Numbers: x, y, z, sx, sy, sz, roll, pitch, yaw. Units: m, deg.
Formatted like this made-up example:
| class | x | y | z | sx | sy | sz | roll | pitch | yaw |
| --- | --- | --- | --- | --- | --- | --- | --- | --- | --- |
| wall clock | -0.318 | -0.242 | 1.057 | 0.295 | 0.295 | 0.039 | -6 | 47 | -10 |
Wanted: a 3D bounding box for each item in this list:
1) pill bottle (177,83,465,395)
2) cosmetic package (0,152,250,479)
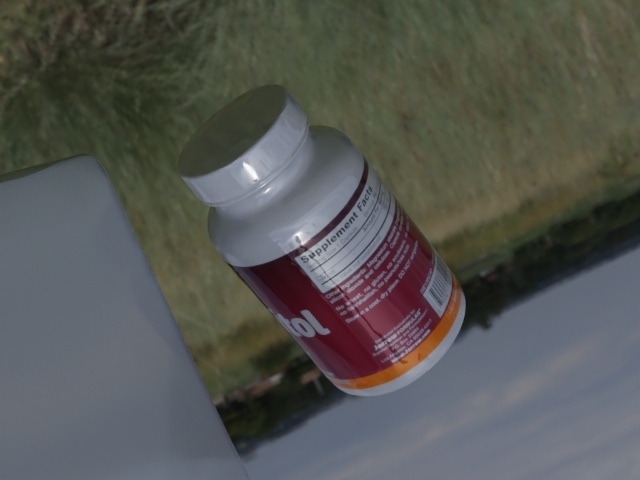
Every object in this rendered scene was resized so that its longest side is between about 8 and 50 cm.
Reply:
| class | x | y | z | sx | sy | sz | roll | pitch | yaw |
| --- | --- | --- | --- | --- | --- | --- | --- | --- | --- |
| pill bottle | 0.000 | 0.000 | 0.616 | 0.086 | 0.152 | 0.086 | -29 | -150 | 18 |
| cosmetic package | -0.257 | 0.207 | 0.565 | 0.393 | 0.327 | 0.329 | -26 | 179 | 38 |
